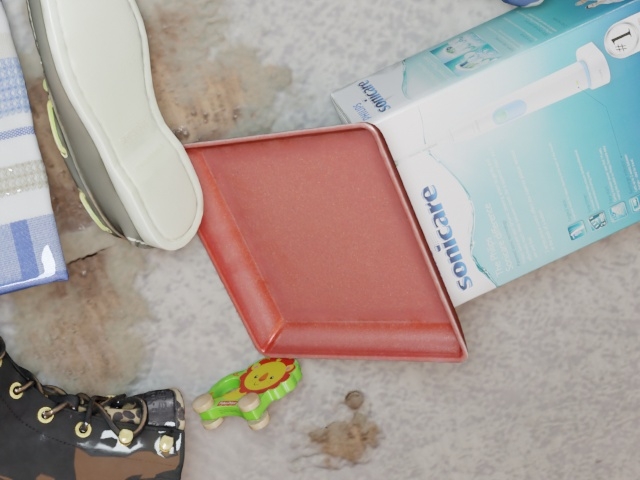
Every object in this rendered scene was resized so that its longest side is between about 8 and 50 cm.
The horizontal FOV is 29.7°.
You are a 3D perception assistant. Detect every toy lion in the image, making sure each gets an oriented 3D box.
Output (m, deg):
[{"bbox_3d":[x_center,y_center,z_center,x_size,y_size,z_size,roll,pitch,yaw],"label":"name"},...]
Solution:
[{"bbox_3d":[-0.071,0.153,1.254,0.100,0.096,0.034,-7,121,35],"label":"toy lion"}]

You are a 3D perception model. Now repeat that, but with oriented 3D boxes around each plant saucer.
[{"bbox_3d":[0.000,0.000,1.150,0.048,0.259,0.258,-49,124,-41],"label":"plant saucer"}]

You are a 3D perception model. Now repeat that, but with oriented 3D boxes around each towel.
[{"bbox_3d":[-0.349,-0.076,1.048,0.209,0.034,0.285,-15,83,-5],"label":"towel"}]

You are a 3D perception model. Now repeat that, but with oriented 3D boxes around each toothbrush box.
[{"bbox_3d":[0.190,-0.095,1.178,0.295,0.126,0.216,-26,116,-1],"label":"toothbrush box"}]

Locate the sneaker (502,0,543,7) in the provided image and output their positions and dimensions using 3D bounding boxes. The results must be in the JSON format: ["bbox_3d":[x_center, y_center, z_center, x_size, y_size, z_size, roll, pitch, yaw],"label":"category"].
[{"bbox_3d":[0.119,-0.355,1.054,0.182,0.127,0.316,-5,115,-13],"label":"sneaker"}]

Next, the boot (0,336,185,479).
[{"bbox_3d":[-0.275,0.156,1.178,0.284,0.138,0.377,7,103,-20],"label":"boot"}]

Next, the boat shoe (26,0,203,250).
[{"bbox_3d":[-0.202,-0.127,1.091,0.109,0.091,0.305,-44,125,-41],"label":"boat shoe"}]
